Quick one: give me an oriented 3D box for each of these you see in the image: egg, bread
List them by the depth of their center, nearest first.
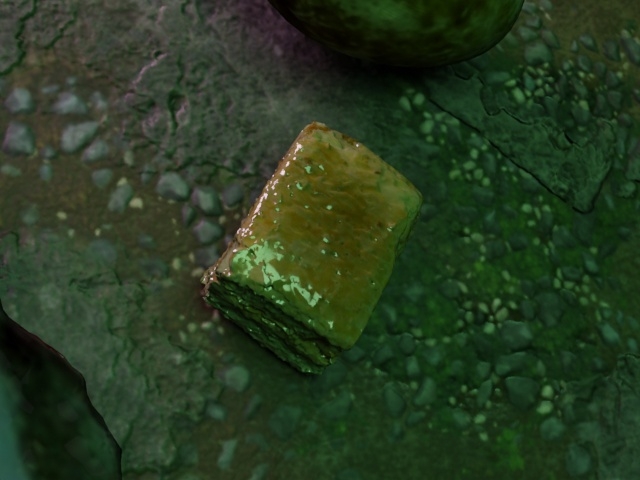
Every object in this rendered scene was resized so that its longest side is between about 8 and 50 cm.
[{"bbox_3d":[0.000,0.000,1.122,0.138,0.102,0.196,38,60,-8],"label":"bread"},{"bbox_3d":[0.063,-0.272,1.172,0.289,0.238,0.238,34,61,-20],"label":"egg"}]

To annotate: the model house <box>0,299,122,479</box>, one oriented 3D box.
[{"bbox_3d":[-0.361,0.170,0.797,0.360,0.339,0.297,40,48,-16],"label":"model house"}]
